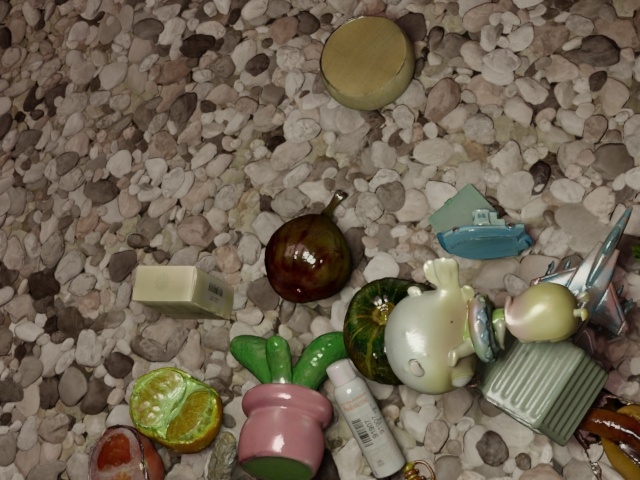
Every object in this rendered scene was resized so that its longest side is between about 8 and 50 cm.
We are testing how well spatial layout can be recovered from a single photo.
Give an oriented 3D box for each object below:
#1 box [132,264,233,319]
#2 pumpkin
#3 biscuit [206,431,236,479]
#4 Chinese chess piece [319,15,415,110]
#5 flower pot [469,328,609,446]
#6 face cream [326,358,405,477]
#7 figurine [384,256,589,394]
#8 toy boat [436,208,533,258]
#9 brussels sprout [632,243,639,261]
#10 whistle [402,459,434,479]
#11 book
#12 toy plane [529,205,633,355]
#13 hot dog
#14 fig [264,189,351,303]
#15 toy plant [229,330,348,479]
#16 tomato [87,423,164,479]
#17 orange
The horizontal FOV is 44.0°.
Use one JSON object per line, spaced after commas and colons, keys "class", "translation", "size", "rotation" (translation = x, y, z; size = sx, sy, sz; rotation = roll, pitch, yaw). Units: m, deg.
{"class": "box", "translation": [-0.337, 0.132, 1.974], "size": [0.168, 0.212, 0.095], "rotation": [1, 73, 21]}
{"class": "pumpkin", "translation": [0.174, 0.211, 1.781], "size": [0.261, 0.189, 0.260], "rotation": [-14, 44, 14]}
{"class": "biscuit", "translation": [-0.239, 0.543, 1.856], "size": [0.133, 0.032, 0.249], "rotation": [-132, 51, -62]}
{"class": "Chinese chess piece", "translation": [0.120, -0.459, 2.053], "size": [0.250, 0.103, 0.249], "rotation": [-6, 72, 18]}
{"class": "flower pot", "translation": [0.445, 0.285, 1.633], "size": [0.209, 0.239, 0.189], "rotation": [34, 85, -4]}
{"class": "face cream", "translation": [0.094, 0.388, 1.751], "size": [0.082, 0.082, 0.268], "rotation": [-28, 90, 10]}
{"class": "figurine", "translation": [0.306, 0.145, 1.507], "size": [0.395, 0.226, 0.274], "rotation": [-13, 110, 22]}
{"class": "toy boat", "translation": [0.376, -0.017, 1.828], "size": [0.215, 0.088, 0.102], "rotation": [-6, 49, 15]}
{"class": "brussels sprout", "translation": [0.758, 0.032, 1.664], "size": [0.181, 0.100, 0.139], "rotation": [-16, 48, 27]}
{"class": "whistle", "translation": [0.219, 0.528, 1.734], "size": [0.057, 0.046, 0.109], "rotation": [-38, 57, 22]}
{"class": "book", "translation": [0.335, -0.060, 1.890], "size": [0.135, 0.017, 0.103], "rotation": [-42, 66, 5]}
{"class": "toy plane", "translation": [0.588, 0.076, 1.700], "size": [0.223, 0.104, 0.326], "rotation": [29, 89, 25]}
{"class": "hot dog", "translation": [0.640, 0.422, 1.572], "size": [0.326, 0.107, 0.194], "rotation": [21, 82, 25]}
{"class": "fig", "translation": [0.000, 0.000, 1.934], "size": [0.217, 0.216, 0.320], "rotation": [11, 49, 23]}
{"class": "toy plant", "translation": [-0.097, 0.363, 1.820], "size": [0.317, 0.210, 0.355], "rotation": [-7, 58, 20]}
{"class": "tomato", "translation": [-0.465, 0.566, 1.942], "size": [0.199, 0.112, 0.227], "rotation": [-20, 71, 27]}
{"class": "orange", "translation": [-0.337, 0.415, 1.914], "size": [0.237, 0.158, 0.179], "rotation": [18, 65, 25]}
